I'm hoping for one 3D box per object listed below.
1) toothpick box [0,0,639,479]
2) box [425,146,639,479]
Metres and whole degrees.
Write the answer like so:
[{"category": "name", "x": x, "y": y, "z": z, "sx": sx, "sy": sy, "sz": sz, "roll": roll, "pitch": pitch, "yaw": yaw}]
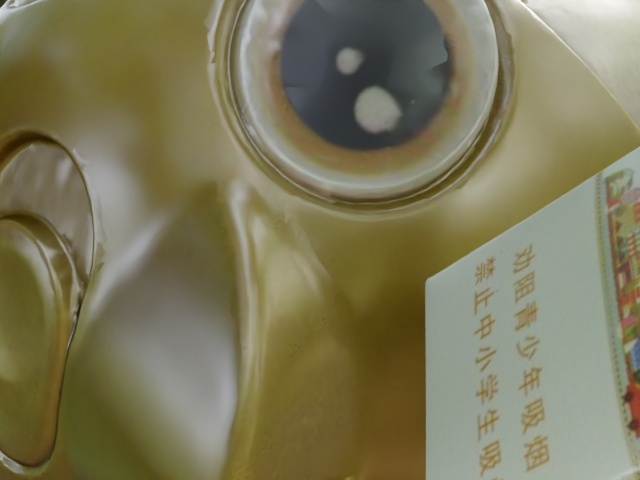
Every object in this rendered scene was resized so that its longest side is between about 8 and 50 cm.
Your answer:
[{"category": "toothpick box", "x": 0.000, "y": 0.000, "z": 0.659, "sx": 0.408, "sy": 0.409, "sz": 0.425, "roll": -5, "pitch": 5, "yaw": 44}, {"category": "box", "x": 0.115, "y": 0.012, "z": 0.347, "sx": 0.220, "sy": 0.032, "sz": 0.122, "roll": -36, "pitch": 33, "yaw": 37}]
